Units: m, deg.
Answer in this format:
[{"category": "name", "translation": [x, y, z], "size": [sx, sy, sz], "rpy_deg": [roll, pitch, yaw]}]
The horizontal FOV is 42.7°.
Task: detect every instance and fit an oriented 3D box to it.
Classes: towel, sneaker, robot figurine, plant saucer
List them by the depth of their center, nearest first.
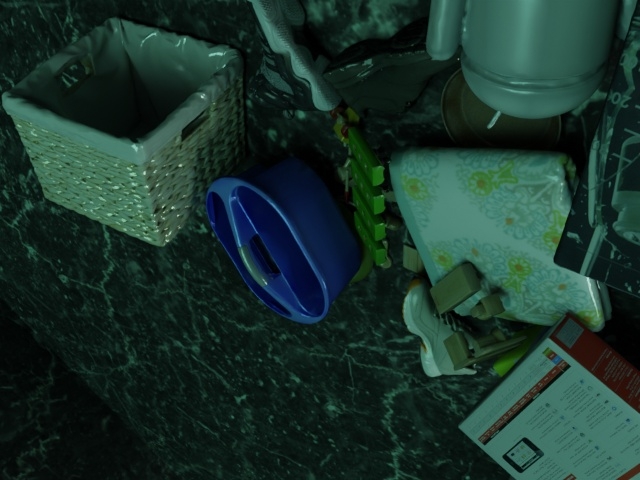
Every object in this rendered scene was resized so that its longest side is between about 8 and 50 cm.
[{"category": "robot figurine", "translation": [0.287, -0.310, 1.075], "size": [0.300, 0.199, 0.353], "rpy_deg": [-5, 130, 0]}, {"category": "plant saucer", "translation": [0.289, -0.203, 1.299], "size": [0.199, 0.036, 0.198], "rpy_deg": [21, 135, 22]}, {"category": "sneaker", "translation": [0.136, -0.271, 1.321], "size": [0.286, 0.109, 0.130], "rpy_deg": [-2, 131, 50]}, {"category": "towel", "translation": [0.310, -0.003, 1.397], "size": [0.321, 0.090, 0.374], "rpy_deg": [5, 135, 39]}, {"category": "sneaker", "translation": [-0.085, -0.326, 1.427], "size": [0.153, 0.101, 0.268], "rpy_deg": [-14, 118, 42]}, {"category": "sneaker", "translation": [0.249, 0.171, 1.636], "size": [0.121, 0.099, 0.262], "rpy_deg": [-1, 133, 29]}, {"category": "plant saucer", "translation": [0.000, 0.000, 1.684], "size": [0.241, 0.037, 0.241], "rpy_deg": [28, 142, 24]}]

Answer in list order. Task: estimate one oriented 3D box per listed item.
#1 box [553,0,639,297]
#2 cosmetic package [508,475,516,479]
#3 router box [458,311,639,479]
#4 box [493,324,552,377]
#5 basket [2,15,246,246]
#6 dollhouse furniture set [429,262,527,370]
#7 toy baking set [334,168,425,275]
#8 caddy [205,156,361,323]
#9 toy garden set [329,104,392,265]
[{"category": "box", "translation": [0.586, -0.131, 0.939], "size": [0.480, 0.297, 0.471], "rpy_deg": [23, 139, 20]}, {"category": "cosmetic package", "translation": [0.412, 0.570, 1.707], "size": [0.098, 0.284, 0.377], "rpy_deg": [23, 137, 18]}, {"category": "router box", "translation": [0.443, 0.332, 1.423], "size": [0.301, 0.082, 0.335], "rpy_deg": [42, 138, 12]}, {"category": "box", "translation": [0.410, 0.190, 1.501], "size": [0.042, 0.109, 0.178], "rpy_deg": [51, 139, -5]}, {"category": "basket", "translation": [-0.349, -0.215, 1.571], "size": [0.331, 0.328, 0.266], "rpy_deg": [20, 140, 23]}, {"category": "dollhouse furniture set", "translation": [0.293, 0.127, 1.465], "size": [0.144, 0.123, 0.151], "rpy_deg": [-50, 57, 57]}, {"category": "toy baking set", "translation": [0.121, -0.030, 1.590], "size": [0.197, 0.030, 0.256], "rpy_deg": [-5, 122, 41]}, {"category": "caddy", "translation": [-0.082, 0.004, 1.585], "size": [0.241, 0.179, 0.341], "rpy_deg": [-7, 119, 49]}, {"category": "toy garden set", "translation": [0.080, -0.111, 1.468], "size": [0.244, 0.049, 0.203], "rpy_deg": [83, 165, -48]}]
